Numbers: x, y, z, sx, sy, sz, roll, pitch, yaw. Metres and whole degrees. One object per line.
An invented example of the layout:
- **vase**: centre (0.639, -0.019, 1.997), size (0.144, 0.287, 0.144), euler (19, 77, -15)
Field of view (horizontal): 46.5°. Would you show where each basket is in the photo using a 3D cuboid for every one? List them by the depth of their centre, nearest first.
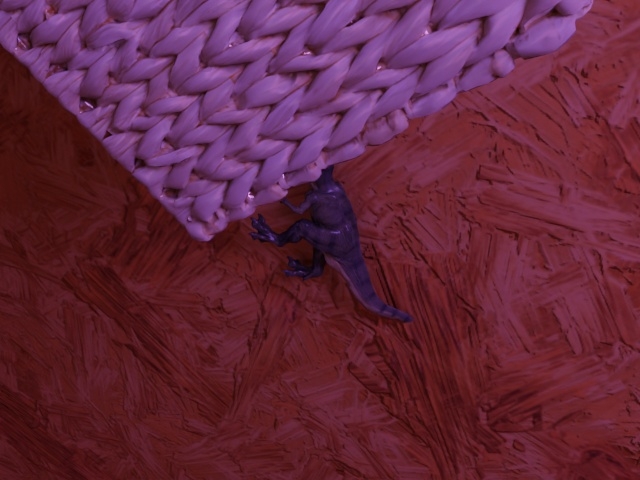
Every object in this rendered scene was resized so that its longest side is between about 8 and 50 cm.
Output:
- **basket**: centre (-0.011, -0.229, 0.492), size (0.328, 0.331, 0.266), euler (-26, 114, 37)

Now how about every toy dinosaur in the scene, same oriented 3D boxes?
- **toy dinosaur**: centre (0.000, 0.000, 0.810), size (0.118, 0.064, 0.268), euler (-12, 119, 25)
